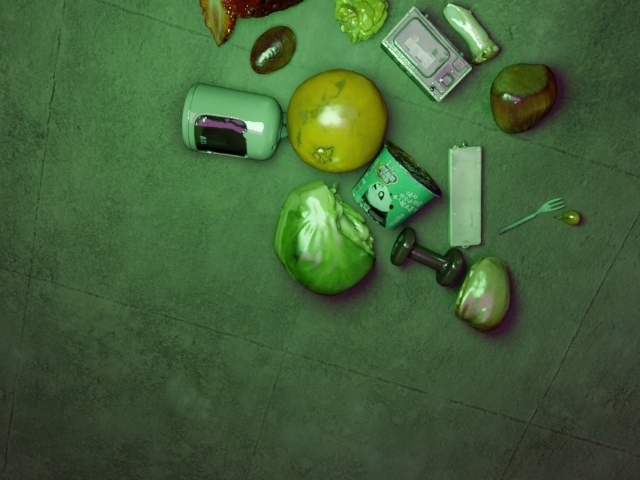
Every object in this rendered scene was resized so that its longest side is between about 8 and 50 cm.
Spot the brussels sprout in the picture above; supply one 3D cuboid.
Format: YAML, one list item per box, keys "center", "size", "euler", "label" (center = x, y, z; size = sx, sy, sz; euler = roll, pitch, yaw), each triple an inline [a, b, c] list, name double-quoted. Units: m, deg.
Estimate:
- center: [0.000, 0.000, 1.552]
  size: [0.314, 0.276, 0.372]
  euler: [-26, 103, 6]
  label: "brussels sprout"

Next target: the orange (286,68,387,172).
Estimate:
- center: [0.049, -0.357, 1.429]
  size: [0.311, 0.312, 0.313]
  euler: [1, 107, 2]
  label: "orange"

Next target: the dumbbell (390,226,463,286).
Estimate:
- center: [0.360, 0.056, 1.629]
  size: [0.225, 0.124, 0.141]
  euler: [23, 116, -4]
  label: "dumbbell"

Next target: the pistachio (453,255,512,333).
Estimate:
- center: [0.578, 0.189, 1.652]
  size: [0.212, 0.163, 0.261]
  euler: [22, 94, -26]
  label: "pistachio"

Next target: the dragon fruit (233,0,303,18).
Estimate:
- center: [-0.156, -0.823, 1.397]
  size: [0.329, 0.286, 0.228]
  euler: [53, 136, 9]
  label: "dragon fruit"

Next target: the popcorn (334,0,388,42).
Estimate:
- center: [0.113, -0.683, 1.405]
  size: [0.173, 0.142, 0.174]
  euler: [-1, 111, -1]
  label: "popcorn"

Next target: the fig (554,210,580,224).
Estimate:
- center: [0.831, -0.078, 1.611]
  size: [0.083, 0.050, 0.050]
  euler: [4, 107, 12]
  label: "fig"

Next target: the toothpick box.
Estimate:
- center: [-0.250, -0.370, 1.495]
  size: [0.315, 0.229, 0.229]
  euler: [8, 107, -2]
  label: "toothpick box"

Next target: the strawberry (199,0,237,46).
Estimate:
- center: [-0.296, -0.679, 1.446]
  size: [0.082, 0.146, 0.187]
  euler: [-26, 148, -29]
  label: "strawberry"

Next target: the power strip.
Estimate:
- center: [0.483, -0.154, 1.604]
  size: [0.105, 0.043, 0.368]
  euler: [-4, 107, 3]
  label: "power strip"

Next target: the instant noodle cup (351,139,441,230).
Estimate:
- center: [0.229, -0.165, 1.519]
  size: [0.251, 0.251, 0.190]
  euler: [40, 113, -9]
  label: "instant noodle cup"

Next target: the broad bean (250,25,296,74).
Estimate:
- center: [-0.148, -0.588, 1.481]
  size: [0.165, 0.084, 0.114]
  euler: [-31, 120, 5]
  label: "broad bean"

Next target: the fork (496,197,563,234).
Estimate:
- center: [0.709, -0.081, 1.629]
  size: [0.235, 0.021, 0.039]
  euler: [-27, 100, 11]
  label: "fork"

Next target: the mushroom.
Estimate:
- center: [0.451, -0.630, 1.450]
  size: [0.209, 0.071, 0.084]
  euler: [49, 135, -8]
  label: "mushroom"

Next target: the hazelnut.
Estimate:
- center: [0.604, -0.436, 1.452]
  size: [0.210, 0.210, 0.186]
  euler: [-42, 77, 13]
  label: "hazelnut"

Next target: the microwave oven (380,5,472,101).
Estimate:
- center: [0.309, -0.548, 1.416]
  size: [0.240, 0.194, 0.145]
  euler: [44, 103, -8]
  label: "microwave oven"
